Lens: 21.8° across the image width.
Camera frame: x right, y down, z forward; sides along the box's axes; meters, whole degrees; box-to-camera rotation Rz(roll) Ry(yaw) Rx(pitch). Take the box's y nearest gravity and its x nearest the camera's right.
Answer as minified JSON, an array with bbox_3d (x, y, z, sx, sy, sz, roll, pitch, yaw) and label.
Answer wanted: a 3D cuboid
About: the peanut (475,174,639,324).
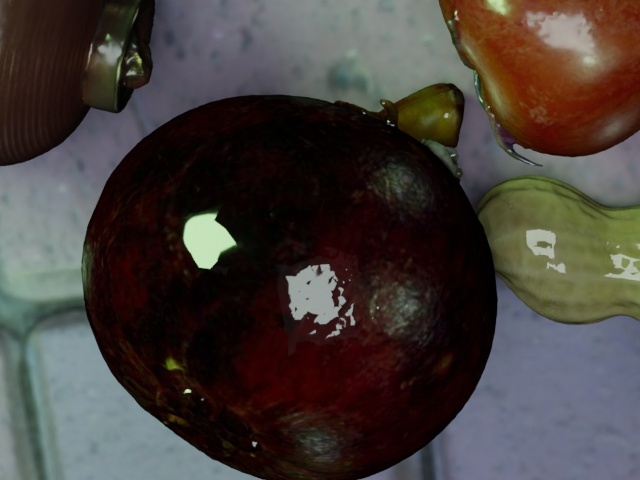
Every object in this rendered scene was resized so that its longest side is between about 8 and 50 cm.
[{"bbox_3d":[0.178,0.016,0.966,0.187,0.082,0.082,13,102,2],"label":"peanut"}]

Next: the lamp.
[{"bbox_3d":[-0.213,-0.134,0.934,0.258,0.180,0.180,16,102,1],"label":"lamp"}]

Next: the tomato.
[{"bbox_3d":[0.142,-0.127,0.899,0.167,0.167,0.167,1,101,6],"label":"tomato"}]

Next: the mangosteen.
[{"bbox_3d":[0.000,0.000,0.927,0.235,0.235,0.261,33,63,-1],"label":"mangosteen"}]
